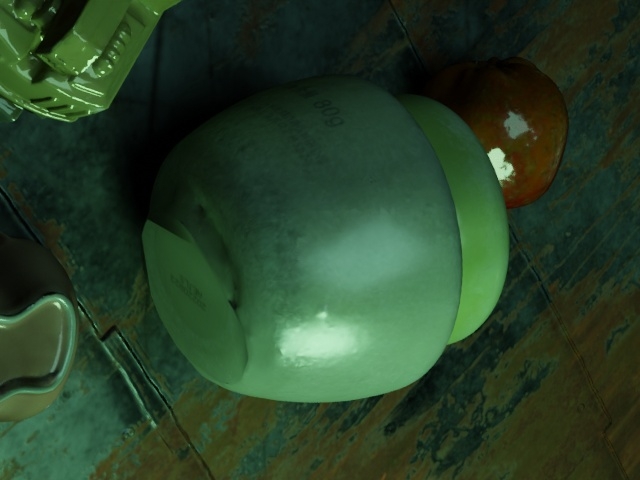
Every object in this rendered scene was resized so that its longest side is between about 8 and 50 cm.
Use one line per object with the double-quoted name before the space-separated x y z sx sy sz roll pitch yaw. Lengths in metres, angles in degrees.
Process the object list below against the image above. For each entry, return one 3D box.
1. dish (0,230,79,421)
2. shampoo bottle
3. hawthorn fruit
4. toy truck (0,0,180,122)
"dish" -0.307 0.092 1.651 0.213 0.090 0.213 -11 107 -39
"shampoo bottle" 0.000 0.000 1.743 0.317 0.322 0.322 -10 106 -32
"hawthorn fruit" 0.192 -0.118 1.990 0.189 0.189 0.189 -10 106 -39
"toy truck" -0.183 -0.290 1.574 0.180 0.254 0.405 45 67 -33
